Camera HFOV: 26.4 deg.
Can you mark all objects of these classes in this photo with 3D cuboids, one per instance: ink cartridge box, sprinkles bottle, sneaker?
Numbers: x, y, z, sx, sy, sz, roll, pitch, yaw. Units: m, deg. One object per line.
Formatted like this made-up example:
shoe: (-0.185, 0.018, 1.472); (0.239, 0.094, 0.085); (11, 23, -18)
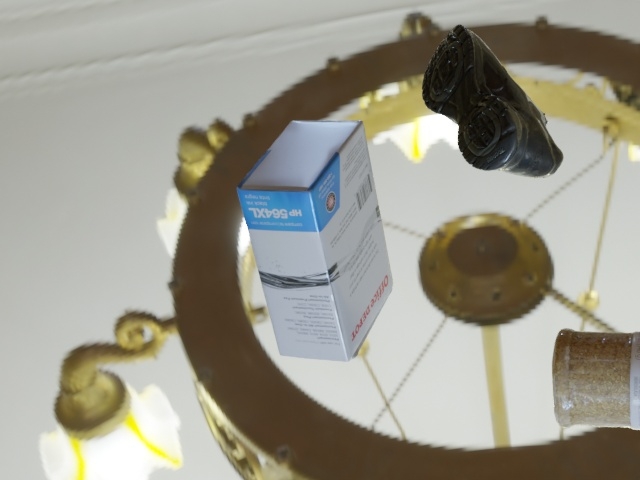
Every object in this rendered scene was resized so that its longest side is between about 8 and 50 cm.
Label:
ink cartridge box: (0.000, 0.000, 1.384); (0.086, 0.203, 0.148); (3, -148, 23)
sprinkles bottle: (0.450, 0.163, 1.569); (0.355, 0.121, 0.121); (0, -129, 17)
sneaker: (0.223, -0.172, 1.776); (0.130, 0.109, 0.286); (18, -145, -31)
